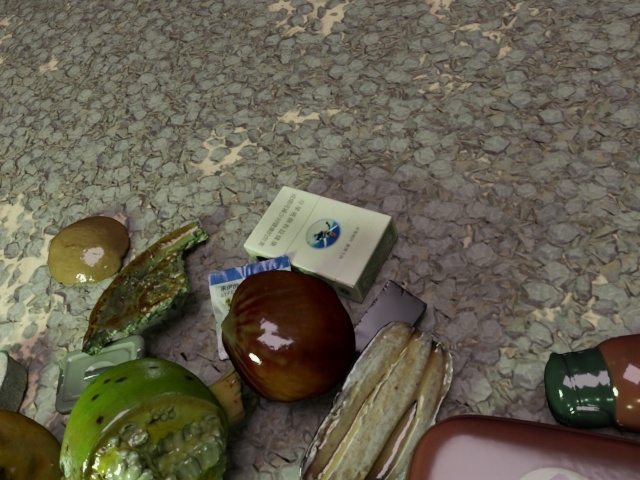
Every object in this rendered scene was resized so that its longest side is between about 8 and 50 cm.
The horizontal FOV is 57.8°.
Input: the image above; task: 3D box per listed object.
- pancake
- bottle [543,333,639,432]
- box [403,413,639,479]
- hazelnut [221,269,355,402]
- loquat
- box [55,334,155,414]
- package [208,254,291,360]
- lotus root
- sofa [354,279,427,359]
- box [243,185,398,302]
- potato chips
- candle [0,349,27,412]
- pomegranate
[{"bbox_3d":[-0.340,0.084,1.137,0.197,0.054,0.377,-1,39,25],"label":"pancake"},{"bbox_3d":[0.489,0.194,0.808,0.335,0.144,0.144,-10,54,14],"label":"bottle"},{"bbox_3d":[0.303,0.374,0.753,0.403,0.108,0.263,4,63,20],"label":"box"},{"bbox_3d":[-0.056,0.154,0.930,0.229,0.230,0.230,-9,55,12],"label":"hazelnut"},{"bbox_3d":[-0.537,0.395,0.961,0.212,0.213,0.213,-9,55,12],"label":"loquat"},{"bbox_3d":[-0.384,0.259,1.068,0.172,0.093,0.124,-14,53,8],"label":"box"},{"bbox_3d":[-0.124,0.127,1.086,0.171,0.027,0.173,-15,78,14],"label":"package"},{"bbox_3d":[0.080,0.286,0.903,0.167,0.078,0.329,37,74,-1],"label":"lotus root"},{"bbox_3d":[0.113,0.153,1.012,0.085,0.060,0.147,33,71,15],"label":"sofa"},{"bbox_3d":[0.000,0.000,1.137,0.256,0.069,0.164,19,64,28],"label":"box"},{"bbox_3d":[-0.532,0.015,1.305,0.195,0.062,0.208,-36,51,-11],"label":"potato chips"},{"bbox_3d":[-0.662,0.320,1.131,0.192,0.068,0.168,-40,51,-9],"label":"candle"},{"bbox_3d":[-0.240,0.300,0.911,0.260,0.261,0.340,33,40,33],"label":"pomegranate"}]
